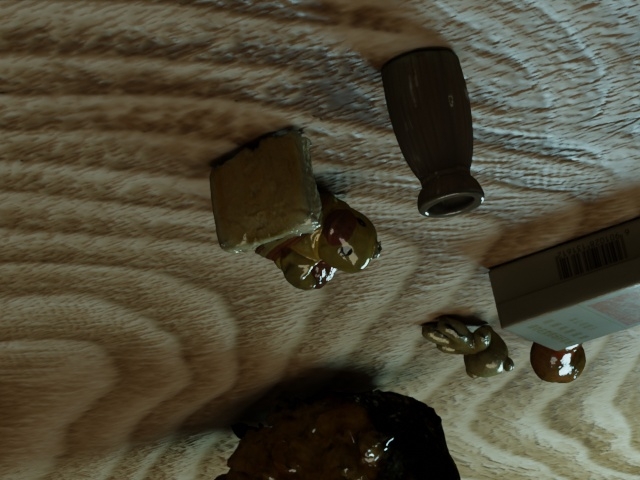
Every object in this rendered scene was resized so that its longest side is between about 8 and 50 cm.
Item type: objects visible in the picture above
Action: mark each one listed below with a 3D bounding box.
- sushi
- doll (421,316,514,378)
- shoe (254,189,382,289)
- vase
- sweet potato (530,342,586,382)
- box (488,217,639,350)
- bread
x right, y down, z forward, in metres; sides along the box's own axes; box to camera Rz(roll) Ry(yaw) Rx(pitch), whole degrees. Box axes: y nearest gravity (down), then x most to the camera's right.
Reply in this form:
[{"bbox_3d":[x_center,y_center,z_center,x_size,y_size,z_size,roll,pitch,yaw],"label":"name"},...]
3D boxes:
[{"bbox_3d":[-0.025,0.279,2.045,0.207,0.234,0.348,15,125,-47],"label":"sushi"},{"bbox_3d":[0.142,0.102,1.894,0.093,0.051,0.061,9,159,-44],"label":"doll"},{"bbox_3d":[0.000,-0.002,1.479,0.069,0.072,0.109,38,136,-14],"label":"shoe"},{"bbox_3d":[0.074,-0.067,1.273,0.053,0.100,0.053,-11,161,-4],"label":"vase"},{"bbox_3d":[0.236,0.110,1.970,0.055,0.058,0.202,7,165,11],"label":"sweet potato"},{"bbox_3d":[0.267,0.034,1.760,0.201,0.058,0.141,-20,160,22],"label":"box"},{"bbox_3d":[-0.038,-0.030,1.362,0.083,0.070,0.035,-22,159,26],"label":"bread"}]
